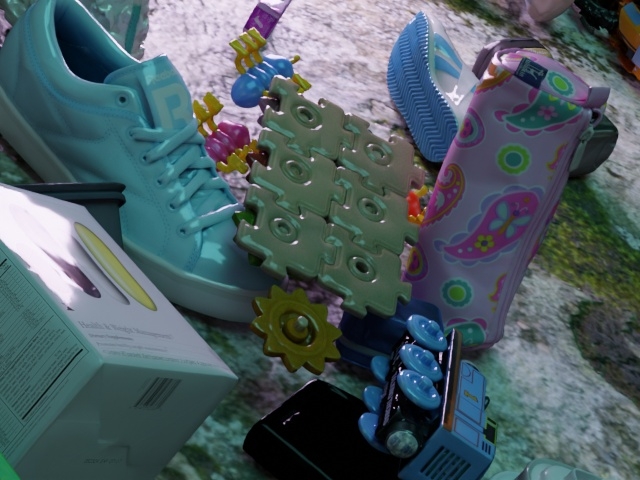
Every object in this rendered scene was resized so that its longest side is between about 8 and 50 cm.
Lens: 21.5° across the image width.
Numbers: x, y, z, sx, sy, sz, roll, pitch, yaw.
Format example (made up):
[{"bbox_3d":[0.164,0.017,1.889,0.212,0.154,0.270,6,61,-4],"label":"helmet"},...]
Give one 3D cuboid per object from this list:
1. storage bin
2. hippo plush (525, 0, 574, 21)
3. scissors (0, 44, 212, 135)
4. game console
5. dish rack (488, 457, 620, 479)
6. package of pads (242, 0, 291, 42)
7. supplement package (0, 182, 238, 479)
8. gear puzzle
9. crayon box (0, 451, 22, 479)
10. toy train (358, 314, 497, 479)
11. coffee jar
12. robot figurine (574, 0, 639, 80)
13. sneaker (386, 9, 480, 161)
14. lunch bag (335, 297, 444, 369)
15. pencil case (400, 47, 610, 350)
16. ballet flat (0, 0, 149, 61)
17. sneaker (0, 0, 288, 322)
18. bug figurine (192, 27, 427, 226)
[{"bbox_3d":[-0.230,0.010,1.415,0.135,0.098,0.091,-1,72,-36],"label":"storage bin"},{"bbox_3d":[0.234,-0.433,2.153,0.237,0.294,0.234,3,19,-20],"label":"hippo plush"},{"bbox_3d":[-0.235,-0.152,1.676,0.297,0.021,0.109,34,37,11],"label":"scissors"},{"bbox_3d":[-0.005,0.237,1.307,0.213,0.044,0.361,38,34,15],"label":"game console"},{"bbox_3d":[0.281,0.318,1.341,0.286,0.072,0.332,22,33,-23],"label":"dish rack"},{"bbox_3d":[-0.057,-0.261,1.906,0.032,0.050,0.083,31,34,-5],"label":"package of pads"},{"bbox_3d":[-0.209,0.078,1.222,0.203,0.149,0.194,46,12,23],"label":"supplement package"},{"bbox_3d":[0.000,0.000,1.506,0.175,0.044,0.339,26,41,-15],"label":"gear puzzle"},{"bbox_3d":[-0.277,0.177,1.088,0.081,0.165,0.278,-14,52,-45],"label":"crayon box"},{"bbox_3d":[0.094,0.138,1.410,0.105,0.080,0.184,36,24,-9],"label":"toy train"},{"bbox_3d":[0.258,-0.159,1.966,0.096,0.079,0.184,-7,48,-35],"label":"coffee jar"},{"bbox_3d":[0.458,-0.283,2.259,0.211,0.085,0.291,6,40,-30],"label":"robot figurine"},{"bbox_3d":[0.142,-0.165,1.901,0.092,0.087,0.228,14,43,-31],"label":"sneaker"},{"bbox_3d":[0.064,0.088,1.528,0.098,0.065,0.067,20,22,-8],"label":"lunch bag"},{"bbox_3d":[0.166,-0.038,1.565,0.124,0.284,0.124,20,20,-7],"label":"pencil case"},{"bbox_3d":[-0.315,-0.312,1.710,0.409,0.147,0.147,38,35,21],"label":"ballet flat"},{"bbox_3d":[-0.158,-0.082,1.513,0.366,0.150,0.135,41,38,12],"label":"sneaker"},{"bbox_3d":[-0.023,-0.072,1.653,0.279,0.072,0.216,48,46,9],"label":"bug figurine"}]
